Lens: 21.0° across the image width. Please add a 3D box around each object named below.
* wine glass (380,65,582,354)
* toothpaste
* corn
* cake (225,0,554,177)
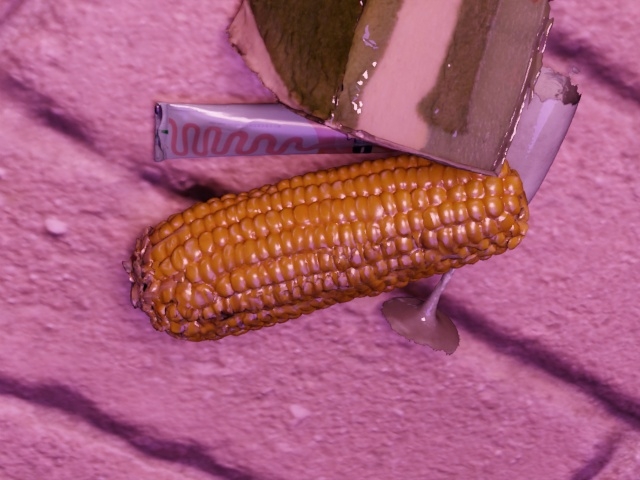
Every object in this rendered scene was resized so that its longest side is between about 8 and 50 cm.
[{"bbox_3d":[0.128,-0.027,1.344,0.074,0.074,0.262,10,127,-22],"label":"wine glass"},{"bbox_3d":[-0.020,-0.082,1.278,0.205,0.036,0.056,-2,134,-7],"label":"toothpaste"},{"bbox_3d":[0.000,0.000,1.286,0.318,0.115,0.115,-17,134,15],"label":"corn"},{"bbox_3d":[0.060,-0.205,1.175,0.158,0.172,0.283,15,93,-34],"label":"cake"}]
